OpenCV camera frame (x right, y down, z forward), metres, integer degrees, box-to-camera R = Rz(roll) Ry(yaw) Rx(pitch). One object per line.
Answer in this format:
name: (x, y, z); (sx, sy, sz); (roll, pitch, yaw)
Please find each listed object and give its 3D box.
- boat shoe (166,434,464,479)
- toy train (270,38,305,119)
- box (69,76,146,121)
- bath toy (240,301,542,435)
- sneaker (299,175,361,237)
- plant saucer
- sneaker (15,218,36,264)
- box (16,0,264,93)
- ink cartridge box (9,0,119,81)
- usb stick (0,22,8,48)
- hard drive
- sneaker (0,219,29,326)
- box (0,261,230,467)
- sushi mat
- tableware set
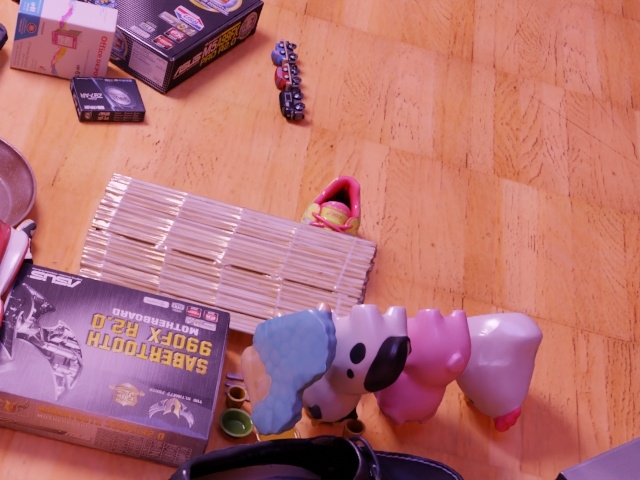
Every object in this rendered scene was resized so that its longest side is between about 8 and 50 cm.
boat shoe: (0.003, 0.240, 1.427); (0.340, 0.113, 0.127); (4, 43, -18)
toy train: (-0.045, -0.215, 1.976); (0.036, 0.027, 0.158); (-1, 44, -7)
box: (-0.266, -0.176, 1.849); (0.083, 0.018, 0.067); (0, 44, -22)
bath toy: (0.088, 0.139, 1.543); (0.348, 0.151, 0.129); (3, 77, -37)
sneaker: (0.000, 0.000, 1.705); (0.081, 0.094, 0.208); (20, 42, -2)
plant saucer: (-0.417, -0.057, 1.645); (0.199, 0.036, 0.198); (12, 41, -10)
sneaker: (-0.326, 0.013, 1.612); (0.037, 0.032, 0.083); (27, 50, -1)
box: (-0.247, -0.325, 1.989); (0.270, 0.060, 0.216); (33, 43, 15)
ink cartridge box: (-0.321, -0.253, 1.858); (0.122, 0.088, 0.052); (10, 41, -12)
usb stick: (-0.443, -0.200, 1.753); (0.077, 0.045, 0.278); (11, 31, 2)
hard drive: (0.331, 0.268, 1.597); (0.135, 0.022, 0.094); (-16, 52, -34)
sneaker: (-0.380, 0.043, 1.474); (0.128, 0.087, 0.221); (38, 33, -24)
box: (-0.218, 0.126, 1.509); (0.231, 0.056, 0.183); (15, 40, -6)
sushi mat: (-0.103, 0.027, 1.634); (0.316, 0.019, 0.151); (15, 64, 3)
tableware set: (-0.029, 0.180, 1.549); (0.154, 0.024, 0.104); (12, 41, -9)
